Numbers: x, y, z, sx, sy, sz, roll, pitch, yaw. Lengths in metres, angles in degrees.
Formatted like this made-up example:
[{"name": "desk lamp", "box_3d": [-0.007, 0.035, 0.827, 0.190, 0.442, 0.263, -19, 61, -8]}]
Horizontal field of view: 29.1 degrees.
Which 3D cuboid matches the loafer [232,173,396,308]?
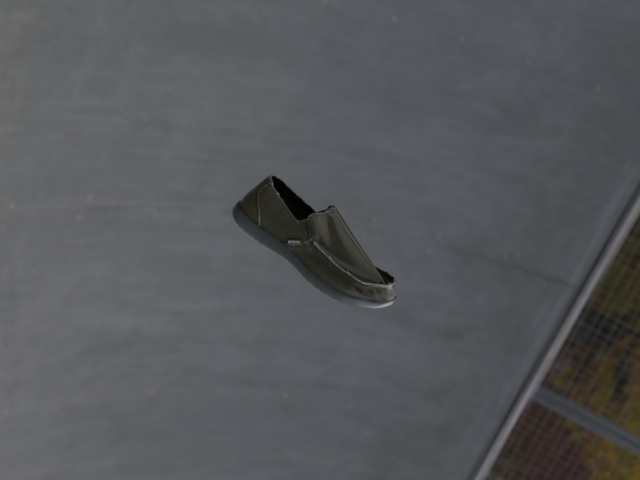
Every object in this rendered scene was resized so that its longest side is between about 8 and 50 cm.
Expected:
[{"name": "loafer", "box_3d": [0.000, 0.000, 1.624, 0.087, 0.251, 0.094, -59, 171, 19]}]
